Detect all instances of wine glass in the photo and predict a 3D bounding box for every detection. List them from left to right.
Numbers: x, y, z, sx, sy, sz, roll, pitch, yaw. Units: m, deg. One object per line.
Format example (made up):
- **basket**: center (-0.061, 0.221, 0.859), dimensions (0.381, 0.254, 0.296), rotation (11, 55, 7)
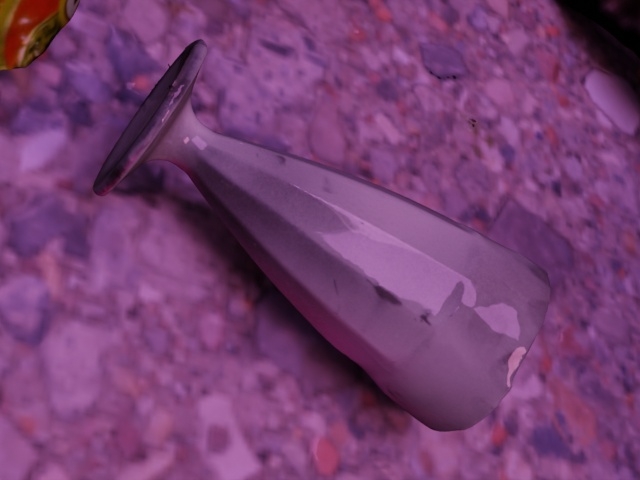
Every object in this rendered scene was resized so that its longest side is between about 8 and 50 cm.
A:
- **wine glass**: center (0.000, 0.000, 0.443), dimensions (0.155, 0.073, 0.073), rotation (33, 53, -13)

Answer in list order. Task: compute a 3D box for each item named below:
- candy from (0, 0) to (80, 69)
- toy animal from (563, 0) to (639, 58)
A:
- **candy**: center (-0.197, -0.122, 0.375), dimensions (0.262, 0.073, 0.077), rotation (19, 40, -19)
- **toy animal**: center (0.322, -0.122, 0.569), dimensions (0.194, 0.344, 0.303), rotation (-13, 76, -51)
